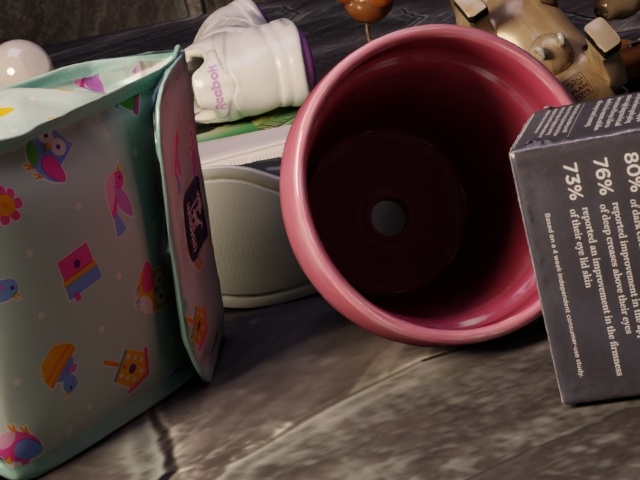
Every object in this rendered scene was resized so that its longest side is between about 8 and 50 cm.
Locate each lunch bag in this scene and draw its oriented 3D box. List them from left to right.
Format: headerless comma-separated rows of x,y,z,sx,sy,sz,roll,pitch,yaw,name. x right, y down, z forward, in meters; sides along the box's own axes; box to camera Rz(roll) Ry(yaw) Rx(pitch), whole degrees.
-0.164,0.004,1.166,0.160,0.223,0.262,7,22,41,lunch bag

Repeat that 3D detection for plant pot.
0.062,-0.028,1.175,0.201,0.201,0.180,-17,-1,-14,plant pot

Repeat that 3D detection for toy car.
-0.354,-0.122,1.953,0.159,0.182,0.136,-26,7,46,toy car

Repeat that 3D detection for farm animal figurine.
0.190,-0.205,1.555,0.330,0.327,0.172,-19,-27,6,farm animal figurine

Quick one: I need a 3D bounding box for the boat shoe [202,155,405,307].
-0.007,-0.016,1.348,0.302,0.114,0.091,-1,16,4,boat shoe

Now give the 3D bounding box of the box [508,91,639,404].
0.224,-0.008,0.981,0.207,0.153,0.108,-9,14,17,box

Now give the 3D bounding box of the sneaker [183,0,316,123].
-0.112,-0.188,1.869,0.152,0.114,0.305,-15,11,-14,sneaker

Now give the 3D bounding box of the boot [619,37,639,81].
0.205,-0.175,1.777,0.264,0.096,0.280,-2,17,41,boot

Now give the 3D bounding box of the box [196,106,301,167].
-0.147,-0.066,1.767,0.322,0.058,0.232,-14,13,-8,box
